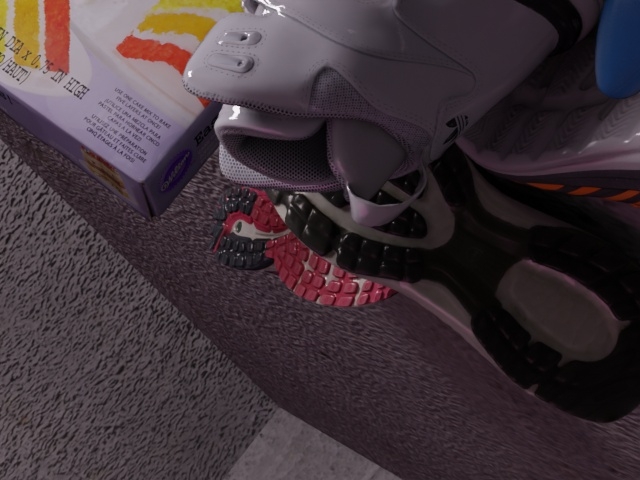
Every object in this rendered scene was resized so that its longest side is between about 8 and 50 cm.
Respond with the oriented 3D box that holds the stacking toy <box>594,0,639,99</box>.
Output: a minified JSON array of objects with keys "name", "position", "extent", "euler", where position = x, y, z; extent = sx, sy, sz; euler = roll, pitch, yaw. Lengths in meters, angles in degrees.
[{"name":"stacking toy","position":[0.263,-0.081,0.457],"extent":[0.302,0.166,0.175],"euler":[28,156,-5]}]

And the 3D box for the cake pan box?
[{"name":"cake pan box","position":[-0.137,-0.184,0.922],"extent":[0.267,0.246,0.070],"euler":[36,163,15]}]

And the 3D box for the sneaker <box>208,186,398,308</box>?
[{"name":"sneaker","position":[0.000,0.000,1.505],"extent":[0.112,0.121,0.299],"euler":[12,-175,-38]}]

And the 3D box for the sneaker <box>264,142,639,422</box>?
[{"name":"sneaker","position":[0.107,-0.005,1.135],"extent":[0.410,0.158,0.182],"euler":[41,-175,11]}]

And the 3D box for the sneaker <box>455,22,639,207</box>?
[{"name":"sneaker","position":[0.215,-0.025,0.769],"extent":[0.180,0.124,0.321],"euler":[48,164,-31]}]

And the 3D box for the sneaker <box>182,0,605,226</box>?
[{"name":"sneaker","position":[-0.037,-0.165,0.784],"extent":[0.366,0.210,0.137],"euler":[34,166,18]}]
